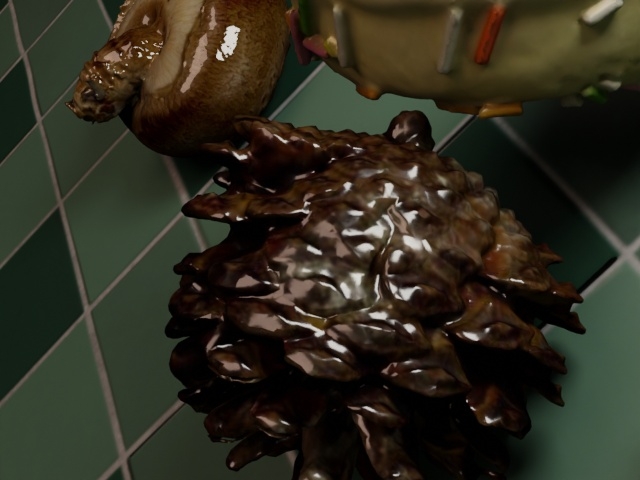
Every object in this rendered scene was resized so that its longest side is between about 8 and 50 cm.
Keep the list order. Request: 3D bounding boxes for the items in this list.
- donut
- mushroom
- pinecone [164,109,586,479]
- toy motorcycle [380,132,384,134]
[{"bbox_3d":[0.158,-0.201,0.800,0.371,0.150,0.307,-15,27,-15],"label":"donut"},{"bbox_3d":[-0.156,-0.213,1.268,0.278,0.163,0.297,-41,38,3],"label":"mushroom"},{"bbox_3d":[0.032,0.054,0.766,0.242,0.298,0.295,104,-175,-64],"label":"pinecone"},{"bbox_3d":[0.000,0.000,0.995,0.152,0.073,0.225,3,64,51],"label":"toy motorcycle"}]
